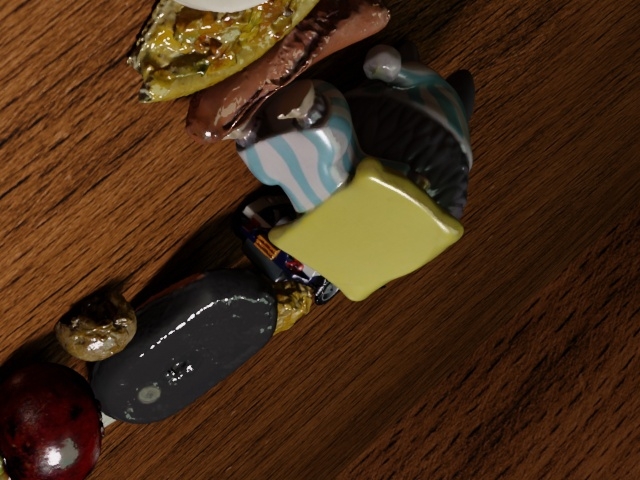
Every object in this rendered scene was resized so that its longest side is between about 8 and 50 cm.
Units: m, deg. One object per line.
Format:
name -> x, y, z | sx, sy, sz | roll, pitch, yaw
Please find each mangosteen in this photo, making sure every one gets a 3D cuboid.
mangosteen -> -0.391, 0.257, 1.999 | 0.200, 0.200, 0.200 | -40, 159, -19

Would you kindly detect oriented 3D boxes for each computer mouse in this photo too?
computer mouse -> -0.205, 0.144, 2.168 | 0.323, 0.116, 0.183 | -36, 138, 12

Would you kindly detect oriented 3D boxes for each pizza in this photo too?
pizza -> -0.080, -0.272, 1.733 | 0.258, 0.087, 0.268 | -53, 162, 25

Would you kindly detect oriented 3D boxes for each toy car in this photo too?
toy car -> 0.000, -0.001, 2.245 | 0.301, 0.193, 0.118 | -9, 137, -58

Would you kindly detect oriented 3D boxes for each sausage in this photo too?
sausage -> -0.046, -0.232, 1.864 | 0.326, 0.087, 0.079 | -36, -162, -22

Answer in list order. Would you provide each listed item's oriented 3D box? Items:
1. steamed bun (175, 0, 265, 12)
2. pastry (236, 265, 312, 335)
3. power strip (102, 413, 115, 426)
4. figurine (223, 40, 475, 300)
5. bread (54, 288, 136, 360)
steamed bun -> -0.097, -0.346, 1.453 | 0.231, 0.145, 0.232 | -27, 143, -22
pastry -> -0.115, 0.113, 2.351 | 0.154, 0.102, 0.250 | -45, 166, 30
power strip -> -0.323, 0.255, 2.314 | 0.252, 0.027, 0.060 | -31, 155, -38
figurine -> 0.055, -0.165, 2.096 | 0.266, 0.361, 0.378 | -19, -141, 30
bread -> -0.300, 0.117, 2.024 | 0.113, 0.082, 0.060 | -38, 156, -32
